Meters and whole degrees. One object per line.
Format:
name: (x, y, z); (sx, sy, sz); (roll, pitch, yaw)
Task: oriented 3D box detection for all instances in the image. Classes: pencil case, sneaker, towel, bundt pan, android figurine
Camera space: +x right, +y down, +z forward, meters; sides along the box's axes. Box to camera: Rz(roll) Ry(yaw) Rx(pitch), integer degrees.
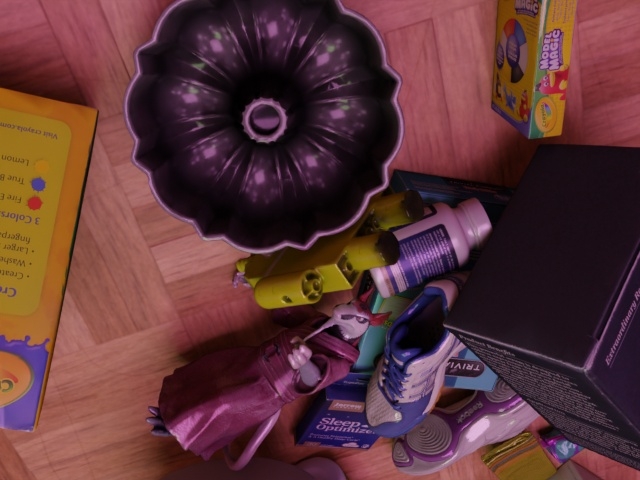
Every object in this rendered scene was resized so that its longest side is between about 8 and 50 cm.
pencil case: (0.490, 0.352, 1.356); (0.152, 0.064, 0.070); (-39, 135, 10)
sneaker: (0.270, 0.335, 1.272); (0.305, 0.114, 0.152); (-33, 135, 15)
towel: (0.379, 0.425, 1.359); (0.102, 0.021, 0.237); (-31, 138, 8)
bundt pan: (-0.065, -0.156, 0.895); (0.331, 0.124, 0.330); (0, 107, -1)
sneaker: (0.122, 0.162, 1.020); (0.131, 0.112, 0.296); (1, 123, -48)
android figurine: (0.000, 0.000, 0.960); (0.273, 0.248, 0.056); (-9, 125, 42)

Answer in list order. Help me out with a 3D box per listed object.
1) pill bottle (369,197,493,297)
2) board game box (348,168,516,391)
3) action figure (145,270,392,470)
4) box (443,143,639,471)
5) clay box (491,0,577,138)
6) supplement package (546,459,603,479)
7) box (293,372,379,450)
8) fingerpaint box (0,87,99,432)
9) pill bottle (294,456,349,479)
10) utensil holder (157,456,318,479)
pill bottle: (0.143, 0.005, 0.980); (0.169, 0.094, 0.094); (-22, 121, 2)
board game box: (0.196, 0.072, 1.128); (0.254, 0.079, 0.336); (8, 117, -14)
action figure: (-0.053, 0.199, 1.052); (0.370, 0.248, 0.275); (-28, 122, 7)
box: (0.401, 0.106, 0.971); (0.395, 0.212, 0.293); (42, 73, -35)
clay box: (0.272, -0.258, 0.931); (0.053, 0.127, 0.222); (-9, 120, -7)
supplement package: (0.499, 0.620, 1.429); (0.198, 0.199, 0.262); (34, 107, -26)
box: (0.051, 0.287, 1.196); (0.136, 0.036, 0.225); (8, 139, -15)
fingerpaint box: (-0.507, -0.007, 0.803); (0.445, 0.163, 0.371); (10, 85, -17)
pill bottle: (0.030, 0.519, 1.310); (0.136, 0.136, 0.245); (-28, 121, 4)
utensil holder: (-0.127, 0.574, 1.095); (0.328, 0.327, 0.385); (-4, 103, -10)
